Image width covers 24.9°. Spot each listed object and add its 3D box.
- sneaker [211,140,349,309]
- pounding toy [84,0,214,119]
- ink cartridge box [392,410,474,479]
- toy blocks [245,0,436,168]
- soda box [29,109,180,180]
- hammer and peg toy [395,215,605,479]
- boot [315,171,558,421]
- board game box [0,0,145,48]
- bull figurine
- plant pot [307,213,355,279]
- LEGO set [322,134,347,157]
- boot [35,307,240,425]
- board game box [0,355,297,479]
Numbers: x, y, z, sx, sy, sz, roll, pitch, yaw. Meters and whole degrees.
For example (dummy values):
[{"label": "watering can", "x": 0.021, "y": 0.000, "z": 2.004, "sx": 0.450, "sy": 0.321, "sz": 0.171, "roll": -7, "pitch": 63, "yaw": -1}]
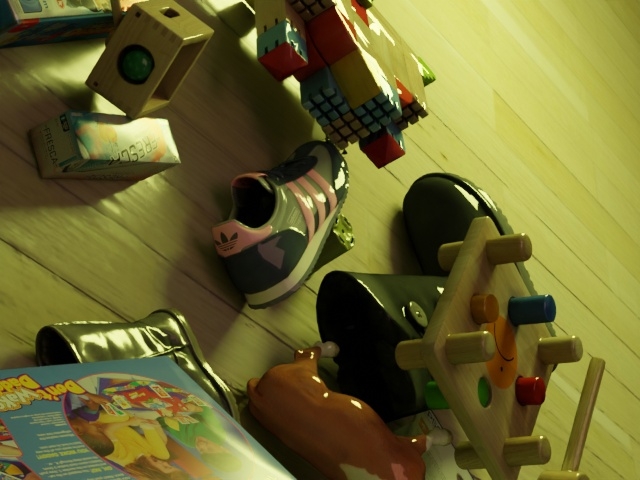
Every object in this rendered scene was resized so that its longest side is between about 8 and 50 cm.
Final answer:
[{"label": "sneaker", "x": -0.050, "y": -0.058, "z": 1.844, "sx": 0.131, "sy": 0.112, "sz": 0.319, "roll": 56, "pitch": 29, "yaw": -26}, {"label": "pounding toy", "x": -0.202, "y": -0.220, "z": 1.617, "sx": 0.100, "sy": 0.130, "sz": 0.141, "roll": 36, "pitch": 19, "yaw": 4}, {"label": "ink cartridge box", "x": 0.161, "y": 0.419, "z": 1.905, "sx": 0.324, "sy": 0.071, "sz": 0.330, "roll": 59, "pitch": 21, "yaw": -15}, {"label": "toy blocks", "x": 0.032, "y": -0.243, "z": 1.983, "sx": 0.381, "sy": 0.191, "sz": 0.261, "roll": 44, "pitch": 26, "yaw": -36}, {"label": "soda box", "x": -0.236, "y": -0.103, "z": 1.607, "sx": 0.183, "sy": 0.063, "sz": 0.058, "roll": -4, "pitch": 74, "yaw": -60}, {"label": "hammer and peg toy", "x": 0.244, "y": 0.177, "z": 1.870, "sx": 0.361, "sy": 0.127, "sz": 0.266, "roll": 59, "pitch": 39, "yaw": -30}, {"label": "boot", "x": 0.130, "y": 0.066, "z": 2.031, "sx": 0.445, "sy": 0.146, "sz": 0.367, "roll": -7, "pitch": 60, "yaw": -52}, {"label": "board game box", "x": -0.330, "y": -0.373, "z": 1.612, "sx": 0.302, "sy": 0.086, "sz": 0.308, "roll": -21, "pitch": 89, "yaw": -62}, {"label": "bull figurine", "x": 0.052, "y": 0.248, "z": 1.724, "sx": 0.310, "sy": 0.101, "sz": 0.188, "roll": 41, "pitch": 25, "yaw": 7}, {"label": "plant pot", "x": 0.000, "y": 0.000, "z": 1.920, "sx": 0.083, "sy": 0.079, "sz": 0.083, "roll": 38, "pitch": 41, "yaw": -41}, {"label": "LEGO set", "x": 0.017, "y": -0.144, "z": 2.118, "sx": 0.054, "sy": 0.023, "sz": 0.083, "roll": 57, "pitch": 17, "yaw": -22}, {"label": "boot", "x": -0.186, "y": 0.156, "z": 1.502, "sx": 0.189, "sy": 0.076, "sz": 0.208, "roll": 57, "pitch": 20, "yaw": 9}, {"label": "board game box", "x": -0.202, "y": 0.204, "z": 1.249, "sx": 0.347, "sy": 0.078, "sz": 0.233, "roll": 1, "pitch": 31, "yaw": -49}]
